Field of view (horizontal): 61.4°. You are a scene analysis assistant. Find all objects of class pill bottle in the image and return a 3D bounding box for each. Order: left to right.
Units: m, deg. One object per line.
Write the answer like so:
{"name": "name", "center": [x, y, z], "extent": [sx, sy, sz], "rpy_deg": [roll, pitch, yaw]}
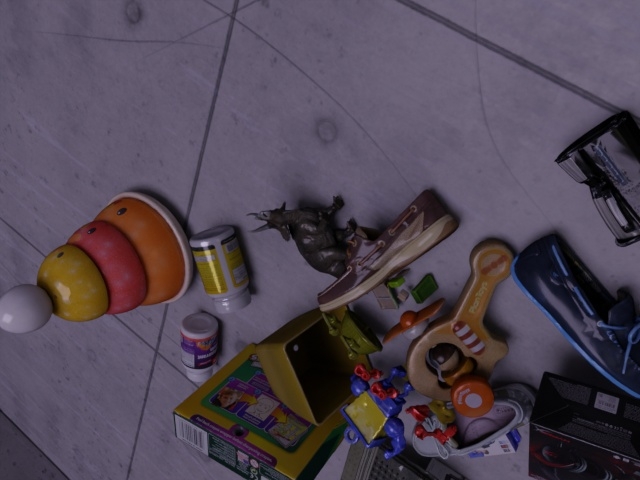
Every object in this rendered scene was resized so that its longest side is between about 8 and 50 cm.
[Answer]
{"name": "pill bottle", "center": [-0.359, 0.321, 1.601], "extent": [0.108, 0.108, 0.194], "rpy_deg": [22, 123, 24]}
{"name": "pill bottle", "center": [-0.255, 0.077, 1.406], "extent": [0.119, 0.119, 0.209], "rpy_deg": [-2, 110, 35]}

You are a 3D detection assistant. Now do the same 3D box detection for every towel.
{"name": "towel", "center": [0.172, 0.680, 1.345], "extent": [0.312, 0.056, 0.325], "rpy_deg": [25, 107, 41]}

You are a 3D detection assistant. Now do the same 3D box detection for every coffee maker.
{"name": "coffee maker", "center": [0.488, -0.108, 0.833], "extent": [0.171, 0.120, 0.178], "rpy_deg": [-36, 91, 16]}

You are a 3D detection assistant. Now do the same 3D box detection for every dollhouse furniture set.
{"name": "dollhouse furniture set", "center": [0.179, 0.106, 1.189], "extent": [0.151, 0.058, 0.076], "rpy_deg": [-12, 113, 57]}

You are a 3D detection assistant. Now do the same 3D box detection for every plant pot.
{"name": "plant pot", "center": [-0.035, 0.290, 1.316], "extent": [0.187, 0.212, 0.212], "rpy_deg": [-9, 107, 48]}

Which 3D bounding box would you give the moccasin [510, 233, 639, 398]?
{"name": "moccasin", "center": [0.484, 0.132, 0.924], "extent": [0.342, 0.137, 0.117], "rpy_deg": [43, 124, 8]}

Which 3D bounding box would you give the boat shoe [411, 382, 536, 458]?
{"name": "boat shoe", "center": [0.313, 0.397, 1.166], "extent": [0.320, 0.103, 0.118], "rpy_deg": [-33, 68, 38]}

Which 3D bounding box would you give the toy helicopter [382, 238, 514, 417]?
{"name": "toy helicopter", "center": [0.270, 0.157, 1.076], "extent": [0.234, 0.140, 0.356], "rpy_deg": [20, 107, 5]}

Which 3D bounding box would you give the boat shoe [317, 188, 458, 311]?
{"name": "boat shoe", "center": [0.113, 0.023, 1.112], "extent": [0.342, 0.123, 0.123], "rpy_deg": [-38, 82, 26]}

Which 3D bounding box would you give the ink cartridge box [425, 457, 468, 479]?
{"name": "ink cartridge box", "center": [0.314, 0.625, 1.321], "extent": [0.150, 0.063, 0.109], "rpy_deg": [28, 125, 20]}

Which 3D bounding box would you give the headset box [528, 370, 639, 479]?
{"name": "headset box", "center": [0.506, 0.388, 0.992], "extent": [0.217, 0.110, 0.293], "rpy_deg": [14, 144, 30]}

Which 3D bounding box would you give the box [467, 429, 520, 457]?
{"name": "box", "center": [0.377, 0.443, 1.214], "extent": [0.136, 0.028, 0.081], "rpy_deg": [-28, 94, 41]}

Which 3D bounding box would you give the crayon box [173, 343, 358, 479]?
{"name": "crayon box", "center": [-0.129, 0.443, 1.370], "extent": [0.362, 0.313, 0.106], "rpy_deg": [19, 121, 26]}

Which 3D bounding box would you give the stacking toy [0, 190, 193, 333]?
{"name": "stacking toy", "center": [-0.608, 0.098, 1.421], "extent": [0.350, 0.480, 0.351], "rpy_deg": [14, 119, 27]}

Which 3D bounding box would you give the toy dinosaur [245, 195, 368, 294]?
{"name": "toy dinosaur", "center": [0.000, 0.000, 1.214], "extent": [0.160, 0.121, 0.313], "rpy_deg": [-25, 121, 37]}

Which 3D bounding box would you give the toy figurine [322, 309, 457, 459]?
{"name": "toy figurine", "center": [0.091, 0.351, 1.184], "extent": [0.362, 0.191, 0.217], "rpy_deg": [47, 114, 30]}
